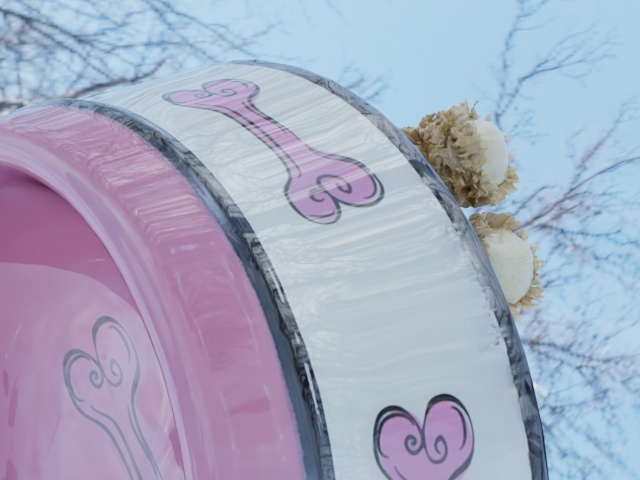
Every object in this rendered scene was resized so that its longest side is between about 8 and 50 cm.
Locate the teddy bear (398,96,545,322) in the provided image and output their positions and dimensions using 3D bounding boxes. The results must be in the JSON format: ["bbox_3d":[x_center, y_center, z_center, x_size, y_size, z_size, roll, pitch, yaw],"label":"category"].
[{"bbox_3d":[0.000,0.000,0.960,0.338,0.113,0.245,-26,-91,-14],"label":"teddy bear"}]

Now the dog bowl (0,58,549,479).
[{"bbox_3d":[-0.098,0.115,0.619,0.408,0.150,0.408,3,-86,47],"label":"dog bowl"}]
